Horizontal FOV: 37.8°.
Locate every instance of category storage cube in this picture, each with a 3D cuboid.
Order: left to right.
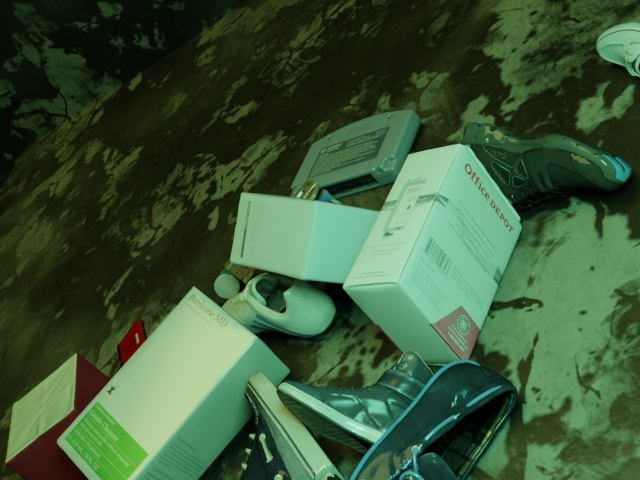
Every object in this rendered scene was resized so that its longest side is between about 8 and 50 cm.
[{"bbox_3d":[-0.474,0.377,1.825,0.184,0.193,0.215,-38,29,10],"label":"storage cube"}]

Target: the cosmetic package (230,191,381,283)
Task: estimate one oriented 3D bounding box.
[{"bbox_3d":[0.000,0.000,1.656,0.225,0.224,0.138,11,92,51],"label":"cosmetic package"}]

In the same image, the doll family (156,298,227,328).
[{"bbox_3d":[-0.268,0.178,1.940,0.193,0.111,0.076,-23,74,21],"label":"doll family"}]

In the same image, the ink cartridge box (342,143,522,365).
[{"bbox_3d":[0.184,0.022,1.460,0.117,0.207,0.283,-7,45,44],"label":"ink cartridge box"}]

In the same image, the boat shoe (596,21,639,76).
[{"bbox_3d":[0.548,-0.315,1.576,0.076,0.083,0.226,-51,31,-15],"label":"boat shoe"}]

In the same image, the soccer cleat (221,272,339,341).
[{"bbox_3d":[-0.106,0.112,1.766,0.331,0.143,0.116,-5,47,49],"label":"soccer cleat"}]

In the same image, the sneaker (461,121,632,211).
[{"bbox_3d":[0.359,-0.105,1.539,0.341,0.125,0.139,18,92,55],"label":"sneaker"}]

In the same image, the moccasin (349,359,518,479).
[{"bbox_3d":[0.139,0.298,1.233,0.117,0.138,0.342,10,59,50],"label":"moccasin"}]

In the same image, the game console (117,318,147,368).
[{"bbox_3d":[-0.370,0.255,1.939,0.124,0.085,0.144,-53,28,10],"label":"game console"}]

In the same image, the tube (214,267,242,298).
[{"bbox_3d":[-0.187,0.068,1.992,0.080,0.052,0.207,-32,12,10],"label":"tube"}]

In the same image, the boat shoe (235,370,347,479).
[{"bbox_3d":[-0.084,0.338,1.456,0.158,0.127,0.340,-39,29,-6],"label":"boat shoe"}]

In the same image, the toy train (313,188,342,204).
[{"bbox_3d":[-0.020,-0.021,1.905,0.105,0.080,0.184,16,64,49],"label":"toy train"}]

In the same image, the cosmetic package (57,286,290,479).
[{"bbox_3d":[-0.256,0.291,1.656,0.197,0.155,0.365,32,78,36],"label":"cosmetic package"}]

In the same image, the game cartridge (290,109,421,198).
[{"bbox_3d":[0.077,-0.182,2.018,0.297,0.062,0.198,-13,37,42],"label":"game cartridge"}]

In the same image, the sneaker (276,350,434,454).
[{"bbox_3d":[0.063,0.222,1.386,0.163,0.226,0.086,-60,-10,-27],"label":"sneaker"}]

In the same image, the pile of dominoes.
[{"bbox_3d":[-0.097,-0.031,1.860,0.251,0.040,0.196,-52,11,-2],"label":"pile of dominoes"}]
